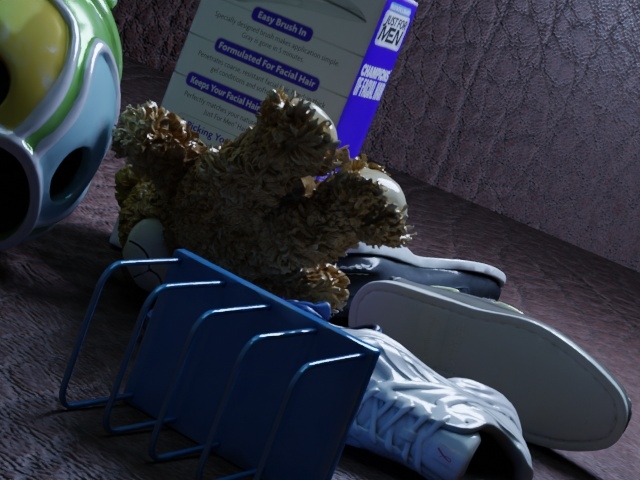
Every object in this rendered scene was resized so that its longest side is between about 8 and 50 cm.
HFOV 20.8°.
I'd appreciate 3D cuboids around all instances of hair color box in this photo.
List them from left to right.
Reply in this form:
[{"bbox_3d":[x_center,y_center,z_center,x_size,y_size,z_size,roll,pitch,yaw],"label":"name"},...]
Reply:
[{"bbox_3d":[-0.057,-0.116,1.729,0.185,0.339,0.110,25,10,19],"label":"hair color box"}]

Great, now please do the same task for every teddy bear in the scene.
[{"bbox_3d":[-0.070,-0.021,1.494,0.338,0.113,0.245,-2,-39,37],"label":"teddy bear"}]

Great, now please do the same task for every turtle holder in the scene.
[{"bbox_3d":[-0.271,-0.135,1.458,0.243,0.320,0.227,24,37,-24],"label":"turtle holder"}]

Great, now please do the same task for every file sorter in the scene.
[{"bbox_3d":[-0.072,0.093,1.161,0.170,0.118,0.104,26,12,25],"label":"file sorter"}]

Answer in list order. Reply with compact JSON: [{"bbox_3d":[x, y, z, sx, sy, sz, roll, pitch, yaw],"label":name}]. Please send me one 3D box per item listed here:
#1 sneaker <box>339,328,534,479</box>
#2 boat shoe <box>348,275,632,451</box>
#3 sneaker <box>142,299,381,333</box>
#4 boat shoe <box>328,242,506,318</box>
[{"bbox_3d":[0.073,0.139,1.347,0.232,0.090,0.115,18,13,-22],"label":"sneaker"},{"bbox_3d":[0.172,0.113,1.671,0.305,0.109,0.091,23,13,31],"label":"boat shoe"},{"bbox_3d":[-0.046,0.074,1.461,0.209,0.082,0.069,17,12,-21],"label":"sneaker"},{"bbox_3d":[0.094,0.058,1.892,0.114,0.091,0.302,-5,-11,44],"label":"boat shoe"}]
